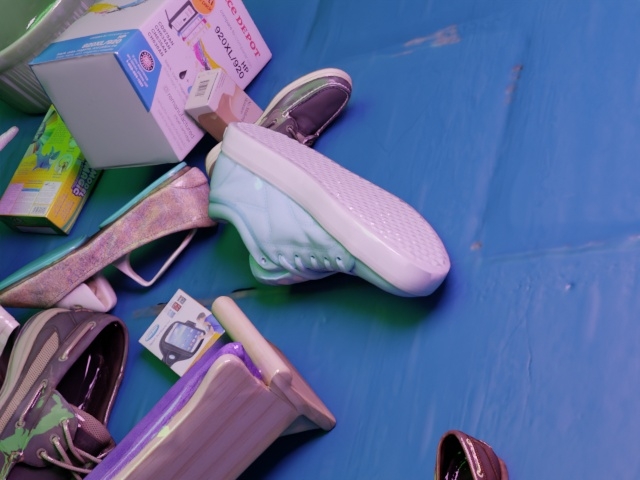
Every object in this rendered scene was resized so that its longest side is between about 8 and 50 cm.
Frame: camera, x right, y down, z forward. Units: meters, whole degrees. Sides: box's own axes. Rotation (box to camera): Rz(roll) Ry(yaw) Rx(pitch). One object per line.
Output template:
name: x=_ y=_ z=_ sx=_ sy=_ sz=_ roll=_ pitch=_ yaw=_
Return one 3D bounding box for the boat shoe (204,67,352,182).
boat shoe: x=-0.046 y=-0.120 z=1.791 sx=0.223 sy=0.080 sz=0.073 roll=-34 pitch=47 yaw=23

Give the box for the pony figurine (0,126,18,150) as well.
pony figurine: x=-0.547 y=0.028 z=1.990 sx=0.351 sy=0.303 sz=0.363 roll=-18 pitch=63 yaw=21

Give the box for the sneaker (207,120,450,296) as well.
sneaker: x=0.000 y=0.000 z=1.638 sx=0.366 sy=0.135 sz=0.150 roll=38 pitch=114 yaw=47

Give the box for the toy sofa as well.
toy sofa: x=-0.180 y=0.232 z=1.541 sx=0.362 sy=0.177 sz=0.150 roll=-46 pitch=40 yaw=3

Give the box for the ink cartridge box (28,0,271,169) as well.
ink cartridge box: x=-0.213 y=-0.229 z=1.898 sx=0.168 sy=0.171 sz=0.232 roll=-3 pitch=38 yaw=40

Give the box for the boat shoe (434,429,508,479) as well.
boat shoe: x=0.129 y=0.269 z=1.322 sx=0.073 sy=0.073 sz=0.207 roll=-22 pitch=47 yaw=25

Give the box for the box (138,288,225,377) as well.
box: x=-0.158 y=0.112 z=1.734 sx=0.081 sy=0.028 sz=0.136 roll=-53 pitch=42 yaw=-6

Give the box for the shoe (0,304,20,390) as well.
shoe: x=-0.413 y=0.169 z=1.824 sx=0.076 sy=0.058 sz=0.219 roll=-58 pitch=-12 yaw=-54

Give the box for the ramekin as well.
ramekin: x=-0.418 y=-0.338 z=2.232 sx=0.303 sy=0.148 sz=0.303 roll=-23 pitch=46 yaw=26

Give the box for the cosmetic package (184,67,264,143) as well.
cosmetic package: x=-0.113 y=-0.156 z=1.843 sx=0.041 sy=0.115 sz=0.060 roll=-6 pitch=56 yaw=37

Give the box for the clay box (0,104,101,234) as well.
clay box: x=-0.357 y=-0.115 z=2.073 sx=0.127 sy=0.053 sz=0.222 roll=3 pitch=60 yaw=43

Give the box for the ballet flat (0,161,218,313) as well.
ballet flat: x=-0.262 y=0.026 z=1.830 sx=0.316 sy=0.106 sz=0.107 roll=-32 pitch=7 yaw=11

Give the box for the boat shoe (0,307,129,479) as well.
boat shoe: x=-0.311 y=0.223 z=1.698 sx=0.130 sy=0.132 sz=0.355 roll=-14 pitch=51 yaw=33
